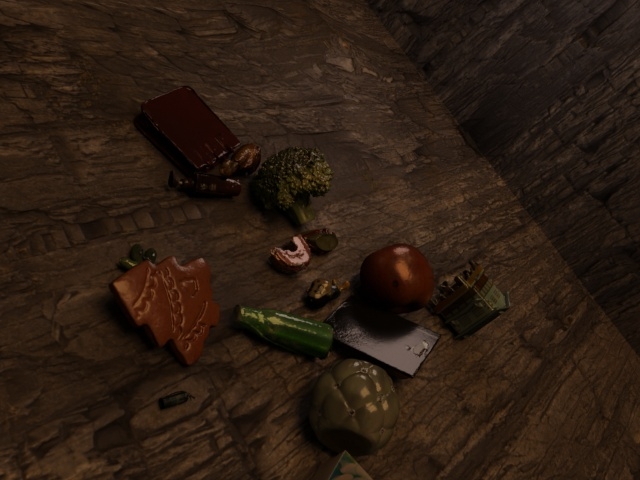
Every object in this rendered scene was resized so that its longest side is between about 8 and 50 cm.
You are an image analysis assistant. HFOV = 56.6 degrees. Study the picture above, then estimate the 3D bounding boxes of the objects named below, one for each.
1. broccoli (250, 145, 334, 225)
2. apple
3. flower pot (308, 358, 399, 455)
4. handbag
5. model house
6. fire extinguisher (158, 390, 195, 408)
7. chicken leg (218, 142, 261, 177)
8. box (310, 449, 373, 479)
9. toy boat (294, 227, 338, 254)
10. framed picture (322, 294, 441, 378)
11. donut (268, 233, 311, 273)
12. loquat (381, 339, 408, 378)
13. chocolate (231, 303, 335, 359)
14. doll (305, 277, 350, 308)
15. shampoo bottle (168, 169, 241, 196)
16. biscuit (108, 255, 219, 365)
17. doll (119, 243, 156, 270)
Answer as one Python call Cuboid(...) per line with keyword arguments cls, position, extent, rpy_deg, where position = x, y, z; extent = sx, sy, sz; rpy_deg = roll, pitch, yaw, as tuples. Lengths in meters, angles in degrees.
Cuboid(cls="broccoli", position=(-0.082, -0.195, 1.951), extent=(0.288, 0.235, 0.260), rpy_deg=(-23, 69, -13))
Cuboid(cls="apple", position=(0.255, 0.134, 1.970), extent=(0.253, 0.253, 0.254), rpy_deg=(25, 43, -26))
Cuboid(cls="flower pot", position=(0.087, 0.437, 1.545), extent=(0.246, 0.246, 0.195), rpy_deg=(35, 46, -16))
Cuboid(cls="handbag", position=(-0.414, -0.343, 1.870), extent=(0.275, 0.084, 0.260), rpy_deg=(45, 37, -4))
Cuboid(cls="model house", position=(0.542, 0.224, 2.185), extent=(0.215, 0.224, 0.198), rpy_deg=(49, 35, 8))
Cuboid(cls="fire extinguisher", position=(-0.333, 0.364, 1.374), extent=(0.083, 0.025, 0.038), rpy_deg=(-5, 38, -46))
Cuboid(cls="chicken leg", position=(-0.260, -0.249, 1.890), extent=(0.087, 0.107, 0.251), rpy_deg=(27, 20, 4))
Cuboid(cls="box", position=(0.045, 0.663, 1.379), extent=(0.203, 0.116, 0.274), rpy_deg=(48, 31, 2))
Cuboid(cls="toy boat", position=(0.001, 0.000, 1.980), extent=(0.185, 0.071, 0.089), rpy_deg=(7, 96, -41))
Cuboid(cls="framed picture", position=(0.179, 0.282, 1.812), extent=(0.323, 0.013, 0.244), rpy_deg=(23, 32, 22))
Cuboid(cls="donut", position=(-0.086, 0.053, 1.850), extent=(0.117, 0.065, 0.166), rpy_deg=(50, 39, 6))
Cuboid(cls="loquat", position=(0.247, 0.361, 1.847), extent=(0.141, 0.141, 0.141), rpy_deg=(25, 43, -26))
Cuboid(cls="chocolate", position=(-0.106, 0.243, 1.643), extent=(0.291, 0.110, 0.110), rpy_deg=(22, 44, -26))
Cuboid(cls="doll", position=(0.017, 0.154, 1.849), extent=(0.179, 0.102, 0.089), rpy_deg=(-30, 119, -52))
Cuboid(cls="shampoo bottle", position=(-0.348, -0.169, 1.789), extent=(0.236, 0.067, 0.068), rpy_deg=(-1, 79, -46))
Cuboid(cls="biscuit", position=(-0.368, 0.149, 1.440), extent=(0.306, 0.043, 0.284), rpy_deg=(25, 56, -43))
Cuboid(cls="doll", position=(-0.447, 0.063, 1.497), extent=(0.115, 0.077, 0.150), rpy_deg=(31, 28, -36))
